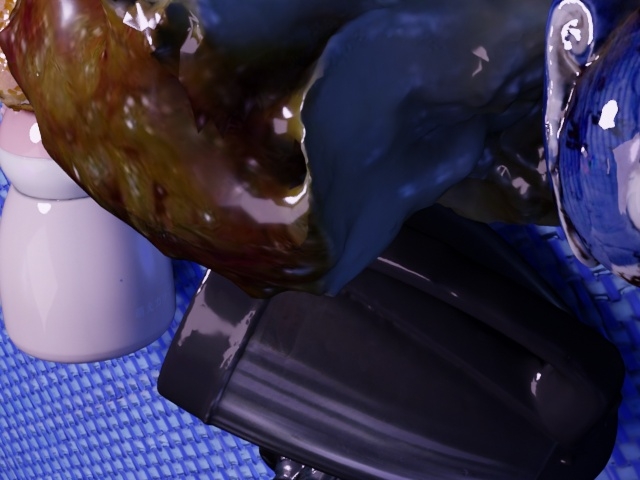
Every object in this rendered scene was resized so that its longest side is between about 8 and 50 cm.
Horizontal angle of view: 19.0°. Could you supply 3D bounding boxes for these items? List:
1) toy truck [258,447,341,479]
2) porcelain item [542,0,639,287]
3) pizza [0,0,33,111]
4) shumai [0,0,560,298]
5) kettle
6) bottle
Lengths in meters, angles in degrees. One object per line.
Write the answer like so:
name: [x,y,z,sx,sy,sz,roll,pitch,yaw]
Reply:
toy truck: [0.023,0.222,1.473,0.165,0.147,0.224,39,150,-10]
porcelain item: [0.231,-0.067,0.779,0.288,0.138,0.186,-3,111,20]
pizza: [-0.215,-0.201,1.480,0.147,0.069,0.226,-23,94,19]
shumai: [0.007,-0.137,0.964,0.397,0.323,0.324,51,152,14]
kettle: [0.069,0.057,1.185,0.271,0.207,0.251,30,128,2]
bottle: [-0.202,-0.030,1.586,0.147,0.147,0.237,26,128,46]
